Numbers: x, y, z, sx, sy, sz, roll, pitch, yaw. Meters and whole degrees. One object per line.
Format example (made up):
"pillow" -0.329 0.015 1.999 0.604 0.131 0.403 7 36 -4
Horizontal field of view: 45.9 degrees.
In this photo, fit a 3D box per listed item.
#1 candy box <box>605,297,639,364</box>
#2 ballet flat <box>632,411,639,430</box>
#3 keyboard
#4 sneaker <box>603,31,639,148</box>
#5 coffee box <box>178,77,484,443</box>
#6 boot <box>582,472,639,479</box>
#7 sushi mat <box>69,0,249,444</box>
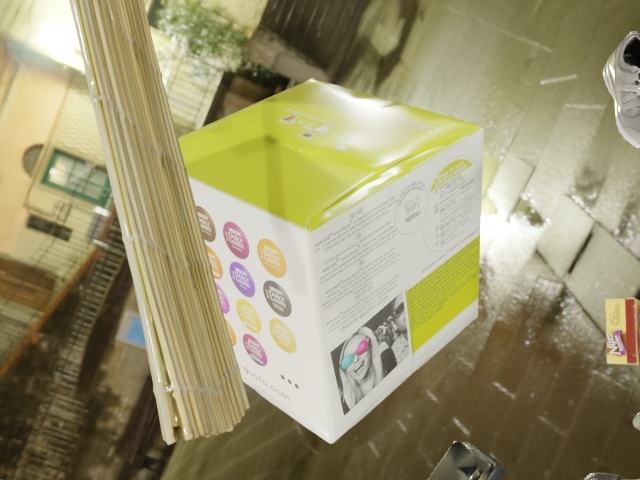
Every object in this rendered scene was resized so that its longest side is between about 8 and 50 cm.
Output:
"candy box" 0.535 0.159 1.308 0.186 0.053 0.109 15 -106 -60
"ballet flat" 0.639 0.325 1.267 0.068 0.213 0.072 -68 -29 -48
"keyboard" 0.127 0.400 0.916 0.317 0.033 0.201 -55 14 -5
"sneaker" 0.632 -0.289 1.483 0.115 0.105 0.281 84 174 -56
"coffee box" 0.000 0.000 1.087 0.338 0.337 0.335 -31 -50 -34
"boot" 0.556 0.485 1.318 0.280 0.264 0.096 -15 -78 -59
"sushi mat" -0.095 -0.052 0.409 0.151 0.019 0.317 74 180 -80
